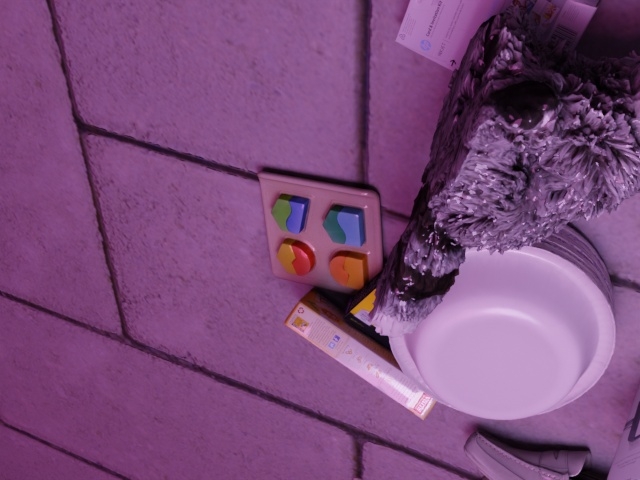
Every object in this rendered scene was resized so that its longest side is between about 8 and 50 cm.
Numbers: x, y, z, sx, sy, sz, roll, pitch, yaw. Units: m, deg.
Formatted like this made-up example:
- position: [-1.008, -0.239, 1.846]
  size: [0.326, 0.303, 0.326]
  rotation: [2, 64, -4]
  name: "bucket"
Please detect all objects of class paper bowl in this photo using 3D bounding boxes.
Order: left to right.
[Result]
- position: [0.225, 0.111, 1.111]
  size: [0.284, 0.148, 0.284]
  rotation: [7, 125, 10]
  name: "paper bowl"

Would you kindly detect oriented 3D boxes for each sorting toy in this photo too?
- position: [0.000, 0.000, 1.292]
  size: [0.193, 0.038, 0.208]
  rotation: [12, 131, 25]
  name: "sorting toy"

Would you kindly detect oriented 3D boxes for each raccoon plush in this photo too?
- position: [0.262, -0.051, 0.936]
  size: [0.299, 0.216, 0.446]
  rotation: [17, 138, -6]
  name: "raccoon plush"

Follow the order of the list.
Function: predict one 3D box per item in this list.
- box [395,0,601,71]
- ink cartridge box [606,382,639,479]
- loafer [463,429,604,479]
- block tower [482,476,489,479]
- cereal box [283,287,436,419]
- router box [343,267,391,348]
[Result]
- position: [0.190, -0.242, 0.964]
  size: [0.186, 0.038, 0.145]
  rotation: [28, 135, 9]
  name: "box"
- position: [0.459, 0.275, 1.092]
  size: [0.158, 0.218, 0.092]
  rotation: [39, 142, -1]
  name: "ink cartridge box"
- position: [0.370, 0.360, 1.320]
  size: [0.319, 0.112, 0.111]
  rotation: [25, 95, 23]
  name: "loafer"
- position: [0.359, 0.549, 1.479]
  size: [0.091, 0.097, 0.335]
  rotation: [-10, 118, 38]
  name: "block tower"
- position: [0.065, 0.163, 1.302]
  size: [0.240, 0.173, 0.047]
  rotation: [35, 95, 4]
  name: "cereal box"
- position: [0.143, 0.113, 1.260]
  size: [0.179, 0.046, 0.133]
  rotation: [34, 133, -11]
  name: "router box"
